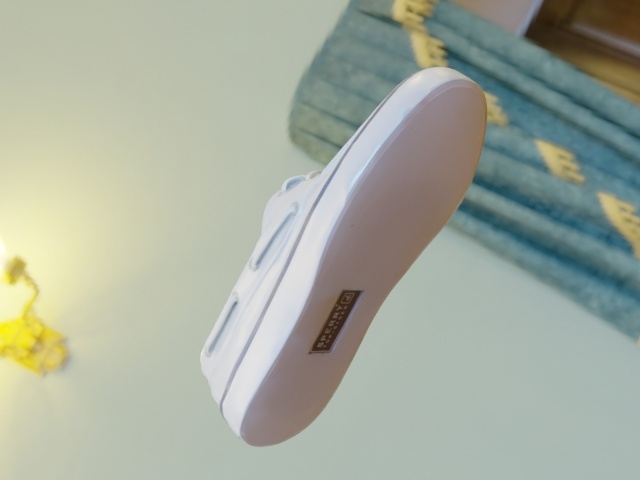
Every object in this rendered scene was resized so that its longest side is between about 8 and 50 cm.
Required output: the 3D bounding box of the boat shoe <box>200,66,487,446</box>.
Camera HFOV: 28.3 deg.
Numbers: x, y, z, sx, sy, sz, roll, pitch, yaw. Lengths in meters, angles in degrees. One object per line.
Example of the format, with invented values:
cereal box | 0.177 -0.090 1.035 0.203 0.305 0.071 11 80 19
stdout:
boat shoe | 0.000 0.000 0.750 0.095 0.084 0.258 15 -66 -47
